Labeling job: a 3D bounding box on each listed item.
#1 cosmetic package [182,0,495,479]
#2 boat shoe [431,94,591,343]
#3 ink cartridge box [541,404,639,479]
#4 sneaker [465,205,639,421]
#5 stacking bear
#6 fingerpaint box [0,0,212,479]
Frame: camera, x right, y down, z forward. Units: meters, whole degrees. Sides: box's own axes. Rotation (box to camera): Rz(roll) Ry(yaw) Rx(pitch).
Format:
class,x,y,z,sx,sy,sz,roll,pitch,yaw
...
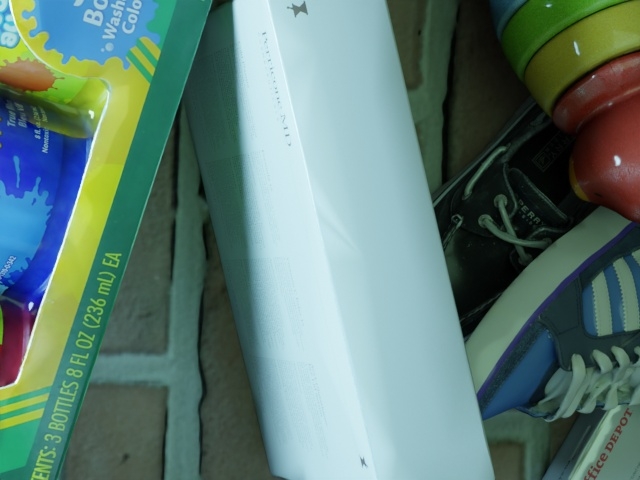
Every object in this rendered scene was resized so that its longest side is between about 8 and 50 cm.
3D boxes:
class,x,y,z,sx,sy,sz,roll,pitch,yaw
cosmetic package,0.000,0.000,1.478,0.097,0.284,0.377,-14,93,-15
boat shoe,0.160,-0.022,1.616,0.108,0.102,0.301,45,78,-11
ink cartridge box,0.275,0.207,1.665,0.150,0.063,0.109,33,80,-12
sneaker,0.263,0.102,1.567,0.236,0.130,0.323,42,53,12
stacking bear,0.220,-0.146,1.533,0.164,0.175,0.289,-23,71,6
fingerpaint box,-0.318,-0.057,1.388,0.371,0.163,0.444,17,94,-24
